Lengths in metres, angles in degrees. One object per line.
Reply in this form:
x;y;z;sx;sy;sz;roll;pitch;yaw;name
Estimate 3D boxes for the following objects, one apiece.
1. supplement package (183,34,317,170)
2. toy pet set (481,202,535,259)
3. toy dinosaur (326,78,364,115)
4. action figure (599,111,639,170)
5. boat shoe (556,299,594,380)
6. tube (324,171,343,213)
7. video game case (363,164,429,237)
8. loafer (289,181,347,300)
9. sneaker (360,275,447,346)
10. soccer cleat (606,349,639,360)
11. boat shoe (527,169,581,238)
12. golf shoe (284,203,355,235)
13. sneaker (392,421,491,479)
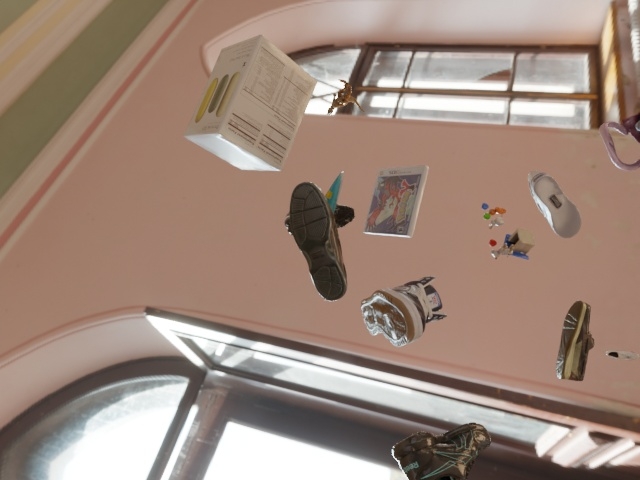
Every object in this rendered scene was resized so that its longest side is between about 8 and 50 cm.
-0.180;-0.340;1.186;0.198;0.199;0.262;27;-100;-40;supplement package
0.393;-0.005;0.993;0.065;0.114;0.122;112;170;-48;toy pet set
0.078;-0.466;1.514;0.211;0.064;0.112;-32;-33;-44;toy dinosaur
0.898;-0.210;1.121;0.370;0.276;0.248;-3;-102;-47;action figure
0.711;0.278;1.267;0.080;0.073;0.223;-14;-63;-84;boat shoe
0.013;-0.070;1.114;0.080;0.052;0.207;-74;8;-78;tube
0.209;-0.111;1.297;0.023;0.183;0.201;18;-97;-35;video game case
0.000;0.000;1.033;0.084;0.096;0.267;-28;-76;-72;loafer
0.177;0.123;0.854;0.282;0.153;0.099;133;123;-80;sneaker
0.899;0.342;1.369;0.036;0.083;0.029;1;-88;-57;soccer cleat
0.737;-0.120;1.450;0.258;0.095;0.084;53;-162;-24;boat shoe
-0.005;-0.076;1.289;0.094;0.198;0.077;-109;13;-58;golf shoe
0.263;0.448;0.944;0.101;0.267;0.106;-57;43;35;sneaker
